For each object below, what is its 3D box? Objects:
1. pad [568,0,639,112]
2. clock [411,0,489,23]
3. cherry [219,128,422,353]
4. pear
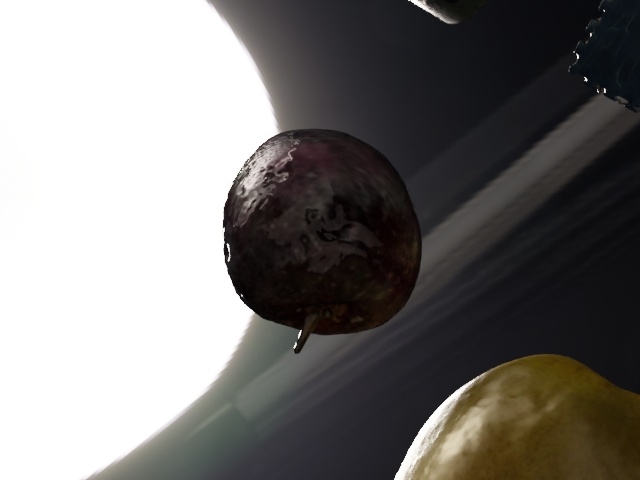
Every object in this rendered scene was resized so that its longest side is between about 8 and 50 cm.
[{"bbox_3d":[0.373,-0.187,1.028,0.269,0.269,0.012,30,-161,11],"label":"pad"},{"bbox_3d":[0.196,-0.411,1.512,0.319,0.066,0.319,-55,-159,33],"label":"clock"},{"bbox_3d":[-0.003,-0.009,1.145,0.195,0.195,0.195,-20,-144,15],"label":"cherry"},{"bbox_3d":[0.189,0.250,0.994,0.314,0.314,0.314,-20,-144,15],"label":"pear"}]
